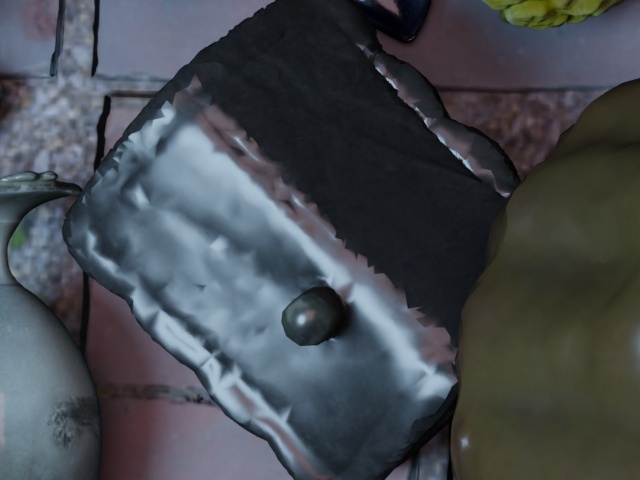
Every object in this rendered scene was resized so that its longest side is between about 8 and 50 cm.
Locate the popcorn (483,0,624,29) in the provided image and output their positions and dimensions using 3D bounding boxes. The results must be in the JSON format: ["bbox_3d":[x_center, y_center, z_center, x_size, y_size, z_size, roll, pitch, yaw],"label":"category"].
[{"bbox_3d":[0.116,-0.174,0.817,0.141,0.162,0.135,53,52,-25],"label":"popcorn"}]

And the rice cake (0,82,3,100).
[{"bbox_3d":[-0.271,0.024,0.862,0.081,0.051,0.290,31,86,7],"label":"rice cake"}]

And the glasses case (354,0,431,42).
[{"bbox_3d":[0.020,-0.138,0.873,0.083,0.023,0.033,28,87,8],"label":"glasses case"}]

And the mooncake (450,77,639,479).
[{"bbox_3d":[0.208,0.069,0.688,0.324,0.187,0.324,-2,93,-36],"label":"mooncake"}]

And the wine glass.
[{"bbox_3d":[-0.158,0.079,0.814,0.103,0.103,0.222,-5,90,4],"label":"wine glass"}]

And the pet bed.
[{"bbox_3d":[0.000,0.000,0.787,0.183,0.159,0.211,-44,81,-2],"label":"pet bed"}]
